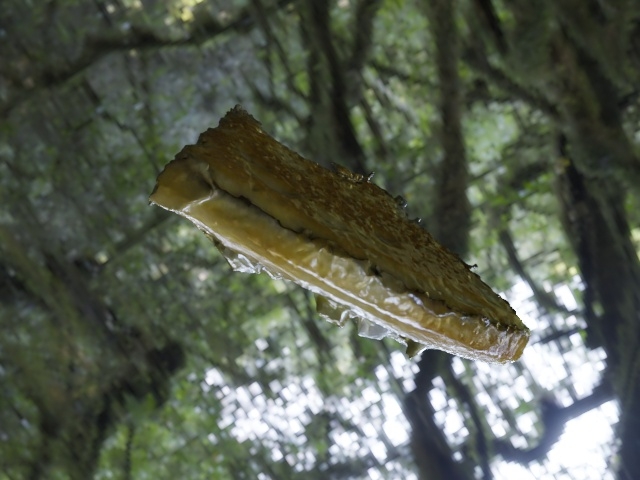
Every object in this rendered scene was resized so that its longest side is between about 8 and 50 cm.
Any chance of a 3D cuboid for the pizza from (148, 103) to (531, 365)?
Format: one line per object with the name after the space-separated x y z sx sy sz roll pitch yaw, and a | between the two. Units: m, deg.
0.000 0.000 1.038 0.089 0.323 0.223 -56 -151 14 | pizza
